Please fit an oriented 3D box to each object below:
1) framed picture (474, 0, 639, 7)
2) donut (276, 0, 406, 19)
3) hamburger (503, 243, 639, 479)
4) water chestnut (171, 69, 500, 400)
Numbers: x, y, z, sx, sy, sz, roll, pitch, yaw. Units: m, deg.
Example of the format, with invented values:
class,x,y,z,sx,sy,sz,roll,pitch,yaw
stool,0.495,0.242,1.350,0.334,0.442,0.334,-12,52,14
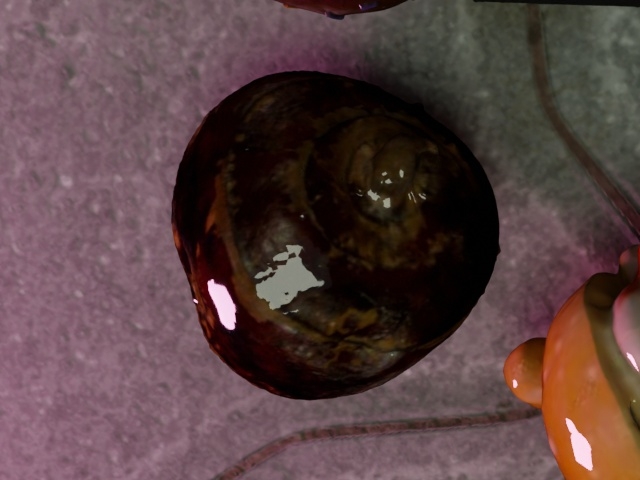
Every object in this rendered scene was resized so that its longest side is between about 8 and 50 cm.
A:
class,x,y,z,sx,sy,sz,roll,pitch,yaw
framed picture,0.217,-0.257,1.075,0.347,0.016,0.265,8,125,34
donut,0.014,-0.241,1.136,0.216,0.096,0.230,16,122,12
hamburger,0.263,0.125,1.229,0.237,0.276,0.276,-31,110,20
water chestnut,0.000,0.000,1.235,0.224,0.238,0.223,2,85,-23
